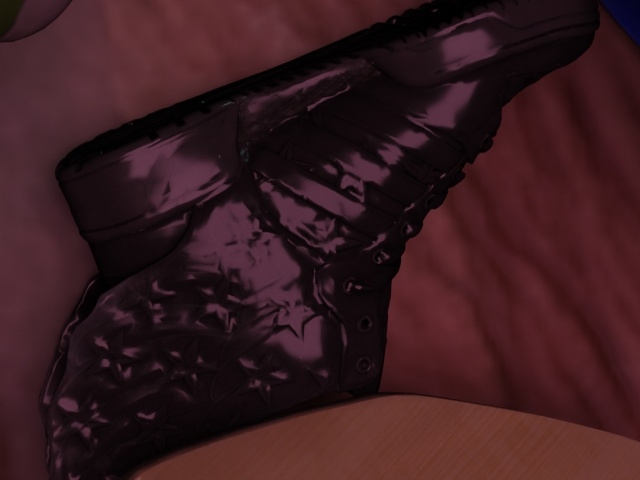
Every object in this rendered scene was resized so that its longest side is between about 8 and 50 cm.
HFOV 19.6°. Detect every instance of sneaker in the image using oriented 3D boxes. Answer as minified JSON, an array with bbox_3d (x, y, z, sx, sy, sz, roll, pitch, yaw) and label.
[{"bbox_3d":[0.001,0.000,0.465,0.170,0.051,0.089,-22,102,-9],"label":"sneaker"}]

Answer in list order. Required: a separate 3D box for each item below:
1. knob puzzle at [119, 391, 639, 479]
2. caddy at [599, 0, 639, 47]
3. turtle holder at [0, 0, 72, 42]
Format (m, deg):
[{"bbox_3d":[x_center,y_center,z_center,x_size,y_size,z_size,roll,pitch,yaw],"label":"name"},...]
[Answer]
[{"bbox_3d":[0.017,0.122,0.455,0.213,0.030,0.213,0,90,-19],"label":"knob puzzle"},{"bbox_3d":[0.194,-0.042,0.420,0.341,0.241,0.179,42,77,-16],"label":"caddy"},{"bbox_3d":[-0.112,-0.163,0.290,0.227,0.243,0.320,-42,145,-29],"label":"turtle holder"}]
